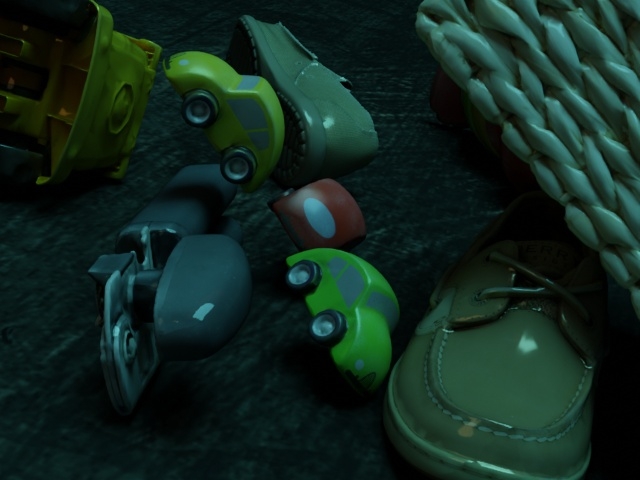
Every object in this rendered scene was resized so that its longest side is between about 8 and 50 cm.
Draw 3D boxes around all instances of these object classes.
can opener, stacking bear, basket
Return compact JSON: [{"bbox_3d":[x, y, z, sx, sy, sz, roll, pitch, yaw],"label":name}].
[{"bbox_3d":[-0.070,0.018,0.806,0.095,0.076,0.283,-3,17,9],"label":"can opener"},{"bbox_3d":[0.222,-0.132,1.363,0.175,0.164,0.289,13,24,-7],"label":"stacking bear"},{"bbox_3d":[0.277,-0.088,0.845,0.328,0.266,0.331,54,14,10],"label":"basket"}]

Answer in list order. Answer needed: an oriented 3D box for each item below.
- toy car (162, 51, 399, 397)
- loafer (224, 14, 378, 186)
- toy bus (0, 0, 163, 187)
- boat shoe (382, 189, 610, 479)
[{"bbox_3d":[0.000,0.000,0.848,0.239,0.053,0.225,50,10,-50],"label":"toy car"},{"bbox_3d":[-0.025,-0.124,1.238,0.092,0.102,0.268,7,30,-25],"label":"loafer"},{"bbox_3d":[-0.233,-0.130,1.042,0.220,0.149,0.211,19,6,18],"label":"toy bus"},{"bbox_3d":[0.116,0.050,0.820,0.121,0.110,0.341,17,19,5],"label":"boat shoe"}]
